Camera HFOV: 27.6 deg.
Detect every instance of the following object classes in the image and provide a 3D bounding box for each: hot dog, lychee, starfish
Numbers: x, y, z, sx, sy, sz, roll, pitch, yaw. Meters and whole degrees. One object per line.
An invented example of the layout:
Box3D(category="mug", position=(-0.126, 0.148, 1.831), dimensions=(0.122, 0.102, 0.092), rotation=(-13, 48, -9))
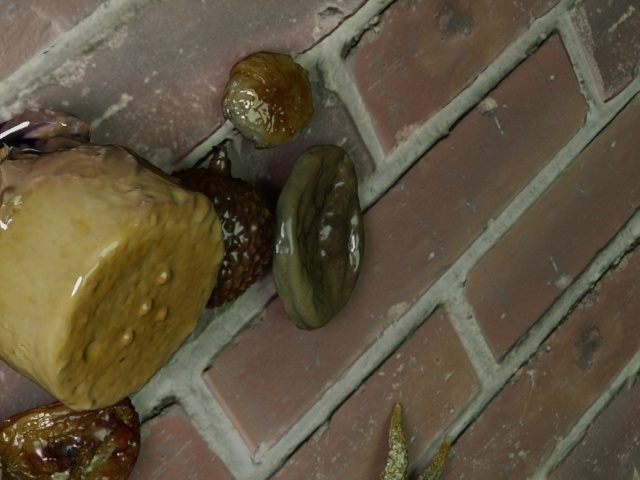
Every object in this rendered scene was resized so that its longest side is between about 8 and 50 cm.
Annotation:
Box3D(category="hot dog", position=(-0.345, 0.288, 1.821), dimensions=(0.227, 0.099, 0.160), rotation=(-21, 112, -37))
Box3D(category="lychee", position=(-0.157, -0.017, 1.856), dimensions=(0.200, 0.200, 0.238), rotation=(7, 99, -40))
Box3D(category="starfish", position=(0.110, 0.464, 2.243), dimensions=(0.347, 0.078, 0.357), rotation=(-4, 101, -36))

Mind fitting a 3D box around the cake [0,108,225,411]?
Box3D(category="cake", position=(-0.333, 0.010, 1.662), dimensions=(0.332, 0.321, 0.332), rotation=(-43, 152, -29))

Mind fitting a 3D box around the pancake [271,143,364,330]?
Box3D(category="pancake", position=(0.000, 0.000, 2.025), dimensions=(0.294, 0.050, 0.294), rotation=(-27, 121, -60))

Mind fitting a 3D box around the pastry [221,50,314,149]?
Box3D(category="pastry", position=(-0.077, -0.211, 1.948), dimensions=(0.153, 0.081, 0.153), rotation=(-7, 103, -33))

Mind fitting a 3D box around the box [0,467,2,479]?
Box3D(category="box", position=(-0.563, 0.302, 1.446), dimensions=(0.312, 0.314, 0.300), rotation=(-27, 116, -1))
